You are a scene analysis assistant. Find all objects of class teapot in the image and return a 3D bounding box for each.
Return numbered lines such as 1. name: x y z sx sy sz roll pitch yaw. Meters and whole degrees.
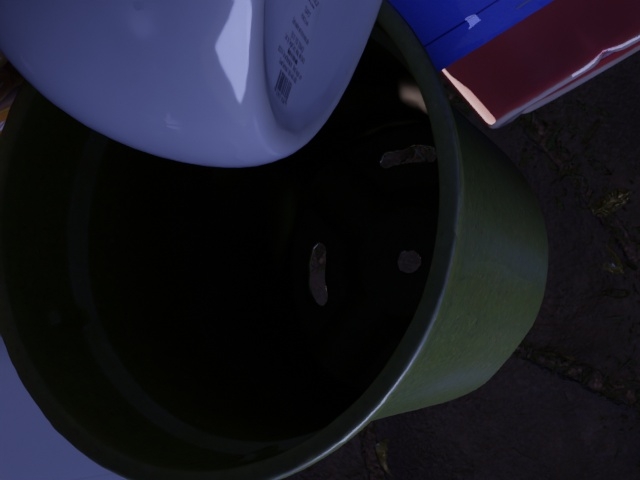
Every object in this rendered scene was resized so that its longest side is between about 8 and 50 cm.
1. teapot: -0.072 -0.156 0.626 0.252 0.187 0.256 -59 159 -50

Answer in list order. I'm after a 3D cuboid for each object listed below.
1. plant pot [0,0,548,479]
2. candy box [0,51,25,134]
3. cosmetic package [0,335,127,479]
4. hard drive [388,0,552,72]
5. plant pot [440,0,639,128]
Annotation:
1. plant pot: 0.000 0.000 0.897 0.276 0.276 0.254 -31 160 21
2. candy box: -0.256 -0.061 0.900 0.183 0.087 0.316 -25 163 -52
3. cosmetic package: -0.147 0.019 1.147 0.196 0.155 0.366 -11 -149 20
4. hard drive: 0.036 -0.200 0.826 0.210 0.040 0.318 -31 147 21
5. plant pot: 0.137 -0.225 1.064 0.275 0.243 0.275 -31 178 -1
